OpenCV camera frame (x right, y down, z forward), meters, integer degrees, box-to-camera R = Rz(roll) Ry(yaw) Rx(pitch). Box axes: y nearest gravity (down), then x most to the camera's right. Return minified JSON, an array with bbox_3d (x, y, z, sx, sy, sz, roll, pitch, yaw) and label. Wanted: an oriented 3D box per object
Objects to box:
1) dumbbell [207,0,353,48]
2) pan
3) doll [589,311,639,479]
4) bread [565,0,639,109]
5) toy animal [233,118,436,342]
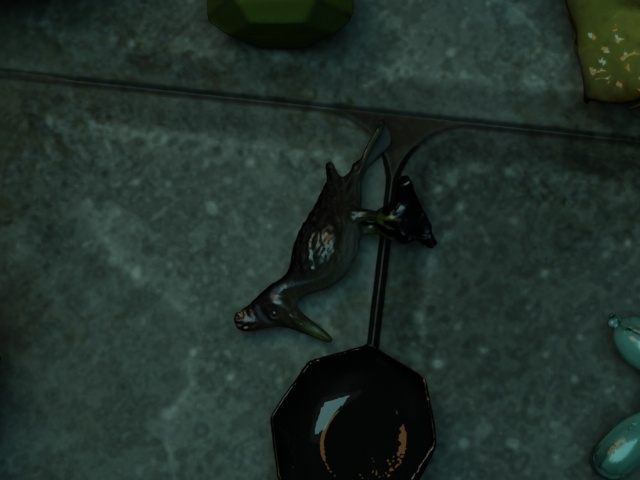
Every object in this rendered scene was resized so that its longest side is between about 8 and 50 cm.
[{"bbox_3d":[-0.029,-0.310,1.390,0.121,0.108,0.302,2,79,3],"label":"dumbbell"},{"bbox_3d":[0.008,0.181,1.313,0.128,0.048,0.202,31,79,31],"label":"pan"},{"bbox_3d":[0.276,0.125,1.319,0.159,0.059,0.158,30,84,9],"label":"doll"},{"bbox_3d":[0.312,-0.210,1.332,0.262,0.162,0.204,-19,77,42],"label":"bread"},{"bbox_3d":[0.010,0.002,1.362,0.202,0.070,0.105,-46,68,-3],"label":"toy animal"}]
